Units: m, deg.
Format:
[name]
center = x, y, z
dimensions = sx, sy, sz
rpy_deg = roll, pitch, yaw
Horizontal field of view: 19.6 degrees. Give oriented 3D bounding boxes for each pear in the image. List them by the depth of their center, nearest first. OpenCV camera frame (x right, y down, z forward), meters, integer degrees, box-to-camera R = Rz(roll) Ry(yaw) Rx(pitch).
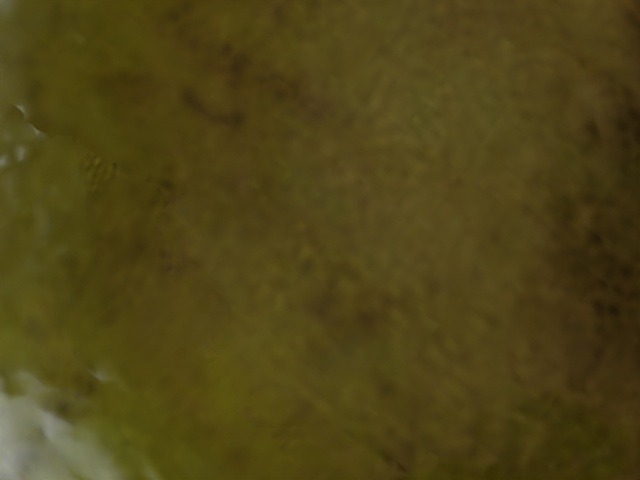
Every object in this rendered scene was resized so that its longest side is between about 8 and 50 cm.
[pear]
center = 0.000, 0.000, 0.605
dimensions = 0.413, 0.352, 0.352
rpy_deg = 20, -137, 5
